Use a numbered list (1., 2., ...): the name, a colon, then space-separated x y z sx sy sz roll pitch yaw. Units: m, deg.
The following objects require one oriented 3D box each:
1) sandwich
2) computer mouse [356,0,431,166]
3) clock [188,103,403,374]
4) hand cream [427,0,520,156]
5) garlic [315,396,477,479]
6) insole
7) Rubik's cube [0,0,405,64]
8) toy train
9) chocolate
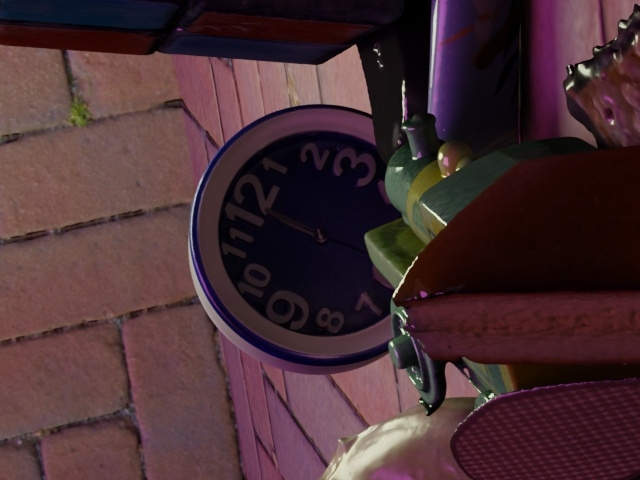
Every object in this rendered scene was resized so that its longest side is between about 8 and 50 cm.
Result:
1. sandwich: 0.162 0.008 0.956 0.094 0.258 0.096 48 -136 -56
2. computer mouse: 0.077 -0.152 1.494 0.122 0.073 0.217 113 152 -54
3. clock: 0.000 0.000 1.641 0.083 0.230 0.230 108 148 -76
4. hand cream: 0.111 -0.162 1.332 0.058 0.091 0.271 32 133 43
5. garlic: 0.124 0.274 1.346 0.231 0.245 0.340 110 160 -45
6. insole: 0.174 0.103 1.035 0.086 0.253 0.005 51 -137 -25
7. Rubik's cube: -0.107 -0.312 1.458 0.318 0.313 0.316 166 107 -79
8. toy train: 0.121 0.028 1.231 0.369 0.150 0.237 -132 23 -68
9. chocolate: 0.208 -0.091 0.977 0.102 0.065 0.329 57 168 2
